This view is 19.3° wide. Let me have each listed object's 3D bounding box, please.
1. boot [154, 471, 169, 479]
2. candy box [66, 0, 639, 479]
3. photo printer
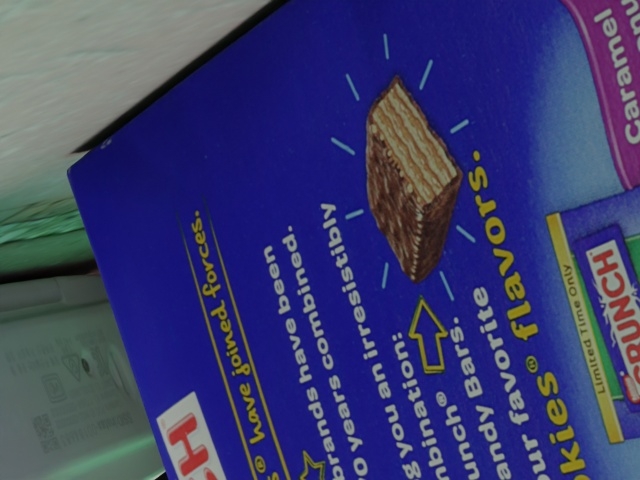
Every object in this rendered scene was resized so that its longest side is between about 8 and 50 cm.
[{"bbox_3d":[0.066,0.085,0.956,0.445,0.146,0.367,-17,-161,35],"label":"boot"},{"bbox_3d":[0.087,0.044,0.456,0.122,0.268,0.317,-15,173,-37],"label":"candy box"},{"bbox_3d":[-0.237,0.120,0.807,0.307,0.107,0.256,-24,176,16],"label":"photo printer"}]
